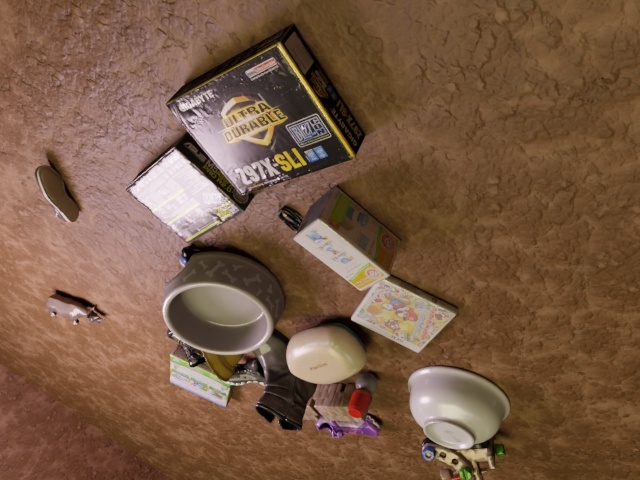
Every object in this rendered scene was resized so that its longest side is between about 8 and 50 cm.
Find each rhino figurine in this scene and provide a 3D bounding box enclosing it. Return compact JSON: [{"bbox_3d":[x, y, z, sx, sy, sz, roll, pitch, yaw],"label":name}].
[{"bbox_3d":[-0.914,0.264,2.132,0.244,0.073,0.106,15,142,12],"label":"rhino figurine"}]

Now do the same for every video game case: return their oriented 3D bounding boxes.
[{"bbox_3d":[0.206,0.189,1.462,0.207,0.026,0.227,26,141,0],"label":"video game case"}]

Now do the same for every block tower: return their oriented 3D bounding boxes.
[{"bbox_3d":[0.001,0.541,1.914,0.336,0.097,0.091,-12,127,35],"label":"block tower"}]

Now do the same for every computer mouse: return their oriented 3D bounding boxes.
[{"bbox_3d":[0.000,0.000,1.357,0.242,0.041,0.071,31,142,-4],"label":"computer mouse"}]

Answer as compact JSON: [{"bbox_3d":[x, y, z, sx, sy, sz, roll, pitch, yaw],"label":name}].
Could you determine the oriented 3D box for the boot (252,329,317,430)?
[{"bbox_3d":[-0.150,0.421,1.760,0.338,0.222,0.118,38,140,-13],"label":"boot"}]

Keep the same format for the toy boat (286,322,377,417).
[{"bbox_3d":[0.052,0.364,1.671,0.268,0.148,0.318,-22,113,37],"label":"toy boat"}]

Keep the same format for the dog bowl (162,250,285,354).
[{"bbox_3d":[-0.277,0.189,1.597,0.349,0.102,0.348,3,132,3],"label":"dog bowl"}]

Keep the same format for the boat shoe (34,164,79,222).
[{"bbox_3d":[-0.756,-0.129,1.610,0.065,0.075,0.206,9,142,16],"label":"boat shoe"}]

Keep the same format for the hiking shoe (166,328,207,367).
[{"bbox_3d":[-0.431,0.366,1.942,0.227,0.114,0.086,21,140,7],"label":"hiking shoe"}]

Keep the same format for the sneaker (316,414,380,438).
[{"bbox_3d":[0.086,0.637,1.962,0.237,0.104,0.095,15,138,13],"label":"sneaker"}]

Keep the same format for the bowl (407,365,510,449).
[{"bbox_3d":[0.376,0.496,1.623,0.298,0.134,0.297,16,140,14],"label":"bowl"}]

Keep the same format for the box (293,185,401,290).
[{"bbox_3d":[0.062,-0.001,1.261,0.203,0.114,0.103,39,138,-15],"label":"box"}]

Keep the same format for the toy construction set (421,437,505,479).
[{"bbox_3d":[0.469,0.706,1.762,0.238,0.257,0.309,-21,157,16],"label":"toy construction set"}]

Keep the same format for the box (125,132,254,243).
[{"bbox_3d":[-0.324,-0.116,1.394,0.216,0.060,0.270,44,139,-21],"label":"box"}]

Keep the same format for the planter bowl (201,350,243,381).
[{"bbox_3d":[-0.303,0.329,1.814,0.091,0.217,0.217,-27,125,2],"label":"planter bowl"}]

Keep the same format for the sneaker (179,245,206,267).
[{"bbox_3d":[-0.324,0.069,1.599,0.152,0.058,0.084,33,150,3],"label":"sneaker"}]

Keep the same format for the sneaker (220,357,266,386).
[{"bbox_3d":[-0.237,0.437,1.932,0.235,0.078,0.106,7,129,1],"label":"sneaker"}]

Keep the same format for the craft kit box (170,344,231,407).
[{"bbox_3d":[-0.450,0.519,2.171,0.250,0.060,0.246,24,143,3],"label":"craft kit box"}]

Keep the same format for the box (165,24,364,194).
[{"bbox_3d":[-0.111,-0.237,1.129,0.322,0.079,0.257,-12,129,38],"label":"box"}]
